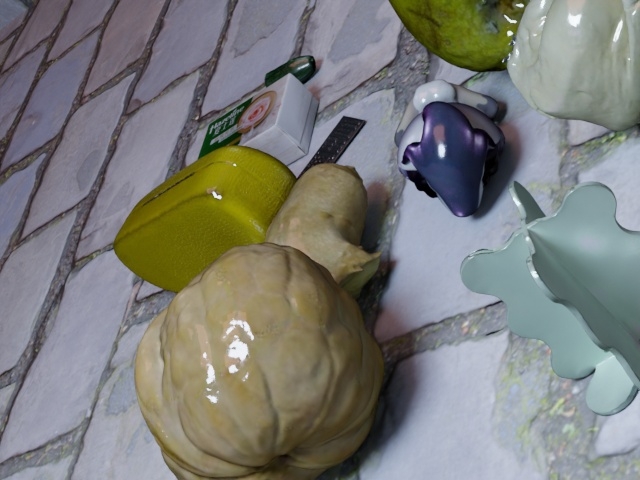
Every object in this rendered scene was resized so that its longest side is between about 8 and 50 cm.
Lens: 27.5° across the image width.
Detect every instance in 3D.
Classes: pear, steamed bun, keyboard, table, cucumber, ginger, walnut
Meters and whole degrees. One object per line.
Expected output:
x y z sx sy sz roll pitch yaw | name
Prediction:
0.227 -0.419 1.727 0.352 0.352 0.413 -31 40 29 | pear
0.367 -0.258 1.406 0.206 0.275 0.320 42 121 35 | steamed bun
-0.007 -0.107 1.983 0.202 0.011 0.067 -53 29 -9 | keyboard
0.246 0.042 1.229 0.166 0.198 0.166 -35 30 23 | table
-0.047 -0.285 2.229 0.105 0.048 0.048 -26 35 31 | cucumber
0.000 0.000 1.708 0.152 0.138 0.267 0 45 -1 | ginger
-0.067 0.150 1.477 0.296 0.285 0.285 107 175 -45 | walnut

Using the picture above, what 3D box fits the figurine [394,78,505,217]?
0.164 -0.126 1.636 0.145 0.145 0.222 -38 28 19 | figurine

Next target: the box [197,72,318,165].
-0.105 -0.166 2.127 0.199 0.081 0.135 -26 34 32 | box

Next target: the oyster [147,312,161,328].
-0.234 0.134 1.977 0.093 0.034 0.051 -41 42 -11 | oyster

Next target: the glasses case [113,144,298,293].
-0.153 -0.029 1.901 0.371 0.173 0.141 -24 32 56 | glasses case
